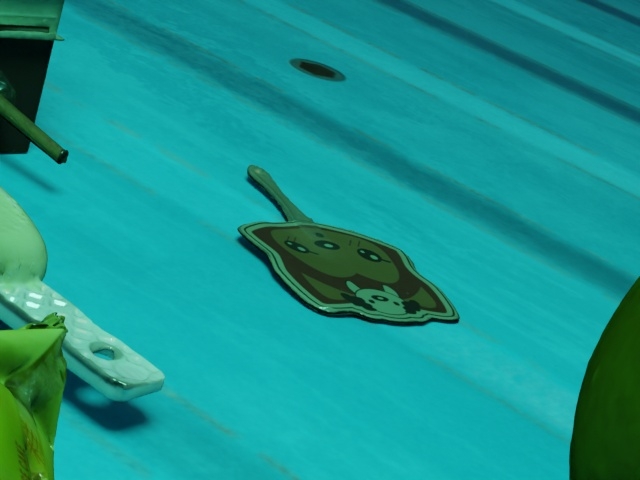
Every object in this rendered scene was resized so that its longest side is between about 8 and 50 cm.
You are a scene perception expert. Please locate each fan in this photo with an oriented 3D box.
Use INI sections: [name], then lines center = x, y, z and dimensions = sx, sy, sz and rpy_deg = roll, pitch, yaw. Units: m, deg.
[fan]
center = 0.000, 0.000, 1.063
dimensions = 0.132, 0.009, 0.220
rpy_deg = 7, 24, -34

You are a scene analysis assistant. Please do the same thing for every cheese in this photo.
[cheese]
center = -0.175, 0.014, 0.820
dimensions = 0.251, 0.054, 0.127
rpy_deg = 32, 24, 31

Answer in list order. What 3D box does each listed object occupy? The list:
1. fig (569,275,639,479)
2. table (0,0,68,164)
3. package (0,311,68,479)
[fig]
center = 0.266, 0.072, 0.663
dimensions = 0.316, 0.316, 0.316
rpy_deg = 16, 21, -6
[table]
center = -0.193, -0.156, 0.970
dimensions = 0.121, 0.240, 0.111
rpy_deg = -6, 30, -46
[package]
center = -0.146, 0.108, 0.511
dimensions = 0.168, 0.090, 0.226
rpy_deg = -29, 26, -2
